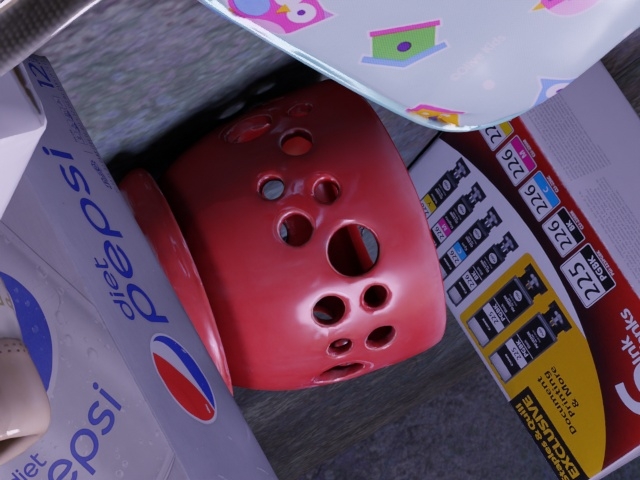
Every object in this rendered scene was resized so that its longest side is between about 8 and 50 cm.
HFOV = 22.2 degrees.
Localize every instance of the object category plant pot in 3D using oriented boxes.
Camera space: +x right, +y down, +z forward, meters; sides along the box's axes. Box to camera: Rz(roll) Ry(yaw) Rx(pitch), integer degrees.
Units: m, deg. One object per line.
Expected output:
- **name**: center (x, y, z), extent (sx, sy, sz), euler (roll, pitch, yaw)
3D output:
- **plant pot**: center (-0.034, 0.008, 1.054), extent (0.174, 0.191, 0.191), euler (-19, 163, -12)

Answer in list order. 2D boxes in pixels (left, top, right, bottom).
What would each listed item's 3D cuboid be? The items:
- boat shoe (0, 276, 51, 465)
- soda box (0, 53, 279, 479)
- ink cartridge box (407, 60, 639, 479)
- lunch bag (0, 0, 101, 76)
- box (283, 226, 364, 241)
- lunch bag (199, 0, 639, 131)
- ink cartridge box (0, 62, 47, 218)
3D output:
- **boat shoe**: center (-0.195, 0.100, 0.515), extent (0.302, 0.098, 0.109), euler (-40, 163, 28)
- **soda box**: center (-0.122, 0.043, 0.758), extent (0.091, 0.286, 0.098), euler (-34, 165, 15)
- **ink cartridge box**: center (0.203, 0.042, 1.398), extent (0.130, 0.309, 0.272), euler (-21, 162, -36)
- **lunch bag**: center (-0.221, -0.069, 0.274), extent (0.287, 0.235, 0.169), euler (-35, 171, 11)
- **box**: center (0.000, 0.000, 1.424), extent (0.083, 0.018, 0.067), euler (-29, 166, -12)
- **lunch bag**: center (0.076, -0.181, 0.647), extent (0.224, 0.108, 0.279), euler (24, 129, -36)
- **ink cartridge box**: center (-0.296, 0.030, 0.604), extent (0.279, 0.160, 0.385), euler (-22, 163, -34)
